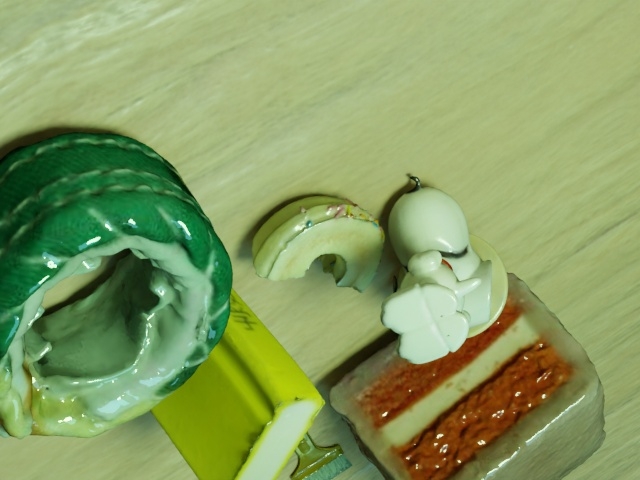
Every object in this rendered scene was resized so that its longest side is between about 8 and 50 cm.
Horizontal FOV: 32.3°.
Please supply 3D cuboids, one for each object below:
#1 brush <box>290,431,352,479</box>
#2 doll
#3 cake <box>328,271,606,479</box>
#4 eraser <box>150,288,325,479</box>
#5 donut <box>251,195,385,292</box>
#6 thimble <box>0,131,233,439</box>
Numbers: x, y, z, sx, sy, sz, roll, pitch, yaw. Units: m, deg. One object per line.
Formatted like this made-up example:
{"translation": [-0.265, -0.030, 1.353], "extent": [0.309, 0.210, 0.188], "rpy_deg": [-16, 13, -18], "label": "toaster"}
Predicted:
{"translation": [-0.022, 0.277, 1.494], "extent": [0.082, 0.010, 0.218], "rpy_deg": [-33, 137, -6], "label": "brush"}
{"translation": [0.130, 0.065, 1.249], "extent": [0.144, 0.271, 0.208], "rpy_deg": [-20, 122, 16], "label": "doll"}
{"translation": [0.201, 0.222, 1.433], "extent": [0.309, 0.237, 0.230], "rpy_deg": [-37, 148, -3], "label": "cake"}
{"translation": [-0.109, 0.153, 1.175], "extent": [0.069, 0.226, 0.158], "rpy_deg": [2, 124, -47], "label": "eraser"}
{"translation": [0.004, -0.003, 1.232], "extent": [0.166, 0.065, 0.108], "rpy_deg": [12, 117, -40], "label": "donut"}
{"translation": [-0.228, 0.047, 1.039], "extent": [0.288, 0.167, 0.254], "rpy_deg": [-48, 137, 8], "label": "thimble"}
